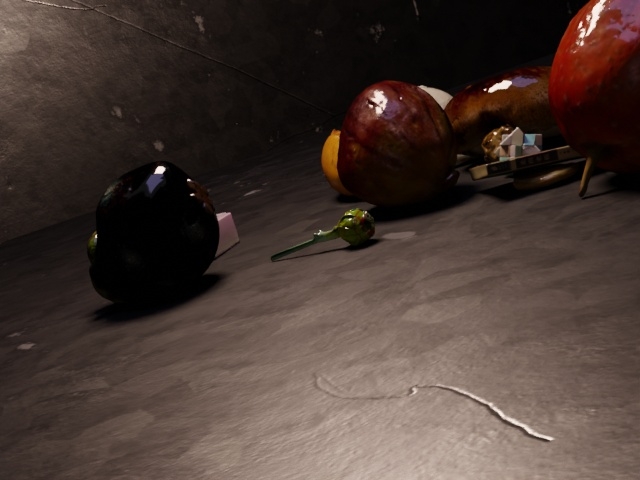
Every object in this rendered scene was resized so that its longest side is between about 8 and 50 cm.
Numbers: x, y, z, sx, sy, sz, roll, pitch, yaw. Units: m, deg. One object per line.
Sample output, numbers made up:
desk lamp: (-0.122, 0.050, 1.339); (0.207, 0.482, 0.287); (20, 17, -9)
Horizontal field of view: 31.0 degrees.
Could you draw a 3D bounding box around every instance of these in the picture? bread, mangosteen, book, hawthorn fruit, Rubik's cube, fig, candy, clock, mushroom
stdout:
bread: (0.364, -0.105, 1.862); (0.110, 0.024, 0.110); (-18, 8, 3)
mangosteen: (-0.277, -0.010, 1.879); (0.243, 0.243, 0.243); (-16, 10, 3)
book: (0.371, -0.136, 1.899); (0.231, 0.026, 0.161); (-12, 0, -2)
hawthorn fruit: (0.455, -0.208, 1.685); (0.330, 0.287, 0.287); (-60, 17, -3)
Rubik's cube: (0.344, -0.156, 2.014); (0.073, 0.075, 0.084); (0, -14, -26)
fig: (0.134, -0.164, 2.021); (0.224, 0.224, 0.263); (-17, 16, -6)
candy: (0.000, 0.000, 1.841); (0.194, 0.058, 0.062); (-21, -33, 26)
clock: (-0.268, 0.009, 2.140); (0.197, 0.063, 0.150); (-12, 10, 20)
mushroom: (0.366, -0.239, 2.183); (0.297, 0.163, 0.278); (-15, 8, 33)

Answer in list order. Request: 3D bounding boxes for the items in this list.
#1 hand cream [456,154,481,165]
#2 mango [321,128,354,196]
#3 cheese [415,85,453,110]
hand cream: (0.314, -0.174, 2.327); (0.165, 0.037, 0.057); (-12, 8, -18)
mango: (0.083, -0.158, 2.302); (0.154, 0.126, 0.252); (-28, 19, -6)
cheese: (0.206, -0.229, 2.369); (0.189, 0.154, 0.198); (-12, -29, -13)
